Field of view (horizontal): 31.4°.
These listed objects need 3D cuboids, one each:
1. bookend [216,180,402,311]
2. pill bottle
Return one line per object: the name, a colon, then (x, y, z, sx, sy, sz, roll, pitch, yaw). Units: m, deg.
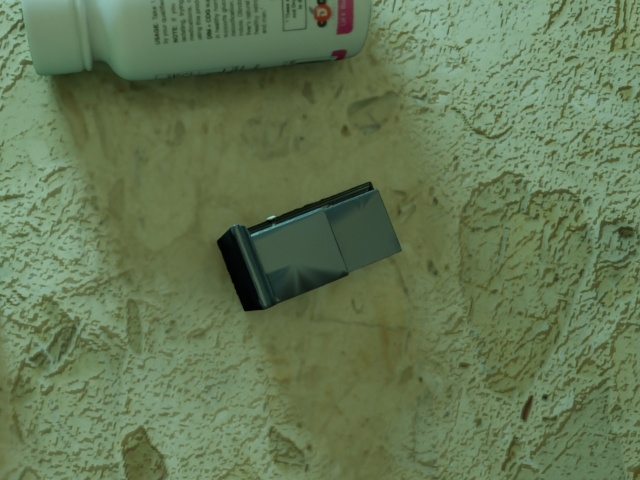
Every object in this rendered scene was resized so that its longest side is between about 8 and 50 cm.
bookend: (0.000, 0.000, 0.981, 0.156, 0.157, 0.072, -21, 90, -9)
pill bottle: (-0.110, -0.223, 0.978, 0.283, 0.160, 0.160, -8, 87, -10)
